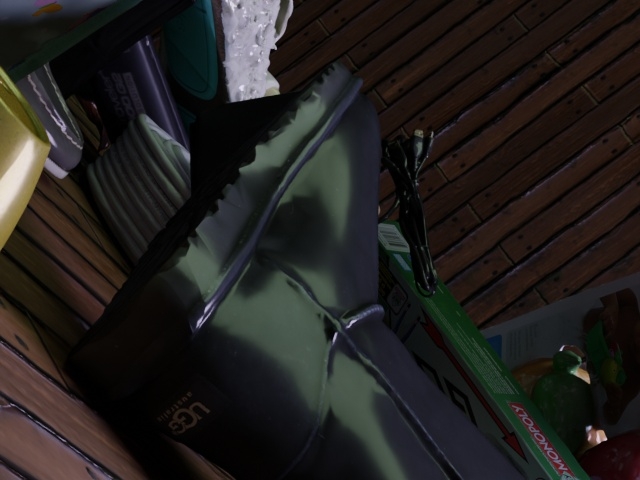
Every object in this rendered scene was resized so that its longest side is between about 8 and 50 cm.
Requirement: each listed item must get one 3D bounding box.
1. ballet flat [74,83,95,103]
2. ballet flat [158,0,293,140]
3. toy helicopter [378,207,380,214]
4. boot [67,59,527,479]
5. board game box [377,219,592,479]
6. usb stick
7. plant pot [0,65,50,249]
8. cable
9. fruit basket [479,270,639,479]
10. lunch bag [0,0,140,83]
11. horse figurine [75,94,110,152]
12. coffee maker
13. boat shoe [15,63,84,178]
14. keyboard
[{"bbox_3d":[-0.224,-0.171,1.730,0.067,0.073,0.206,45,13,16],"label":"ballet flat"},{"bbox_3d":[-0.085,-0.156,1.735,0.147,0.147,0.409,55,-26,27],"label":"ballet flat"},{"bbox_3d":[-0.039,-0.010,1.908,0.235,0.140,0.355,29,-21,-9],"label":"toy helicopter"},{"bbox_3d":[0.081,0.129,1.166,0.445,0.146,0.367,44,36,-8],"label":"boot"},{"bbox_3d":[0.070,0.163,1.420,0.046,0.213,0.317,7,34,-39],"label":"board game box"},{"bbox_3d":[-0.169,-0.122,1.678,0.045,0.077,0.278,-74,155,-44],"label":"usb stick"},{"bbox_3d":[-0.172,-0.038,0.772,0.134,0.095,0.134,54,2,-3],"label":"plant pot"},{"bbox_3d":[-0.104,0.011,1.597,0.257,0.089,0.257,54,4,12],"label":"cable"},{"bbox_3d":[0.194,0.202,1.389,0.353,0.165,0.327,-29,-118,60],"label":"fruit basket"},{"bbox_3d":[-0.204,-0.245,1.183,0.223,0.262,0.160,55,3,26],"label":"lunch bag"},{"bbox_3d":[-0.258,-0.199,1.873,0.174,0.066,0.263,47,8,-38],"label":"horse figurine"},{"bbox_3d":[-0.195,-0.184,1.530,0.171,0.178,0.120,51,4,-44],"label":"coffee maker"},{"bbox_3d":[-0.266,-0.201,1.356,0.335,0.095,0.112,53,2,-7],"label":"boat shoe"},{"bbox_3d":[0.000,0.000,1.429,0.033,0.201,0.317,75,7,-51],"label":"keyboard"}]
